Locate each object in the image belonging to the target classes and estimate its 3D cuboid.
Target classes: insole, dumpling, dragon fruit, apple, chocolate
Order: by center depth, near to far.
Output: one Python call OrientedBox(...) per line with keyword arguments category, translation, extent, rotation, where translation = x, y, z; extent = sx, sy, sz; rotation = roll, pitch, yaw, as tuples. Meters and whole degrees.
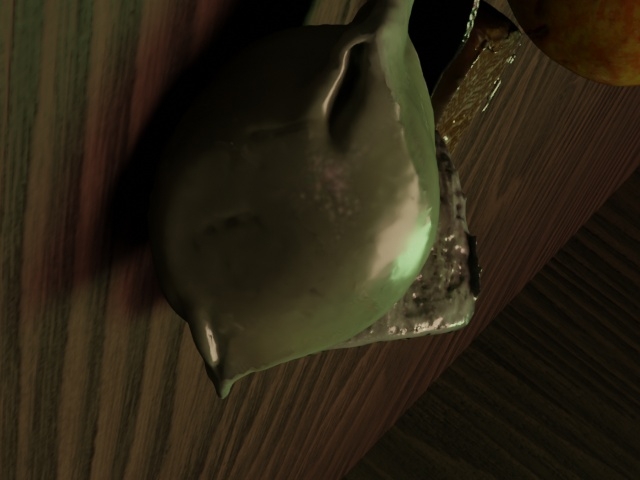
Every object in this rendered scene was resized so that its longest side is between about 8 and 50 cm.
OrientedBox(category="dumpling", translation=(-0.027, -0.058, 1.187), extent=(0.320, 0.270, 0.212), rotation=(-30, 148, 16))
OrientedBox(category="insole", translation=(0.098, -0.176, 1.395), extent=(0.009, 0.119, 0.348), rotation=(-8, 139, -21))
OrientedBox(category="dragon fruit", translation=(0.000, 0.000, 1.397), extent=(0.204, 0.221, 0.283), rotation=(-1, 177, -22))
OrientedBox(category="apple", translation=(0.309, -0.293, 1.484), extent=(0.264, 0.264, 0.264), rotation=(-47, 166, -15))
OrientedBox(category="chocolate", translation=(0.115, -0.153, 1.570), extent=(0.214, 0.093, 0.148), rotation=(-58, 163, 25))
